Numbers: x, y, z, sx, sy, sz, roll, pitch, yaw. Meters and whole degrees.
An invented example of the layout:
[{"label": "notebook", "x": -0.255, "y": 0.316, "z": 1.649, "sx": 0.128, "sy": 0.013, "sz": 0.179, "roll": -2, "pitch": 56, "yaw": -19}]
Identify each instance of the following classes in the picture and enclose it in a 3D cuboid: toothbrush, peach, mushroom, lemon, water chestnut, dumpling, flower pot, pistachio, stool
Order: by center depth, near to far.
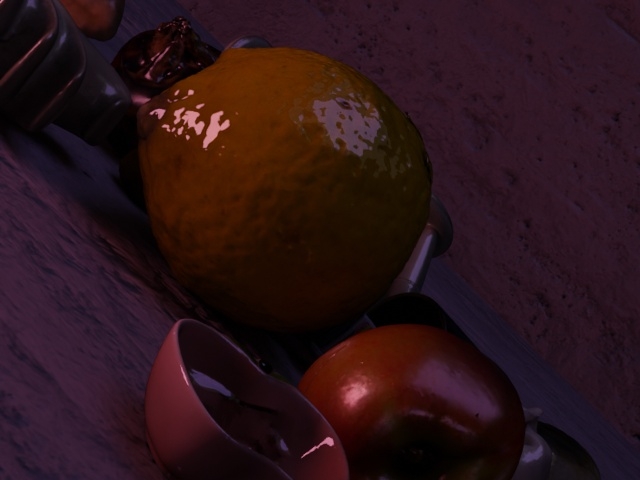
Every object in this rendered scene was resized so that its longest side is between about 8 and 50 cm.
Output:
[{"label": "peach", "x": 0.100, "y": 0.209, "z": 1.347, "sx": 0.274, "sy": 0.245, "sz": 0.249, "roll": -141, "pitch": -150, "yaw": -76}, {"label": "flower pot", "x": -0.404, "y": -0.269, "z": 1.453, "sx": 0.367, "sy": 0.164, "sz": 0.254, "roll": 43, "pitch": 4, "yaw": 7}, {"label": "lemon", "x": -0.050, "y": -0.065, "z": 1.461, "sx": 0.387, "sy": 0.350, "sz": 0.350, "roll": 26, "pitch": 17, "yaw": -30}, {"label": "dumpling", "x": 0.237, "y": 0.290, "z": 1.571, "sx": 0.132, "sy": 0.162, "sz": 0.250, "roll": 11, "pitch": -6, "yaw": 37}, {"label": "toothbrush", "x": -0.052, "y": 0.118, "z": 1.584, "sx": 0.354, "sy": 0.024, "sz": 0.029, "roll": 43, "pitch": 3, "yaw": 2}, {"label": "mushroom", "x": -0.233, "y": -0.095, "z": 1.649, "sx": 0.088, "sy": 0.073, "sz": 0.129, "roll": 9, "pitch": 17, "yaw": -13}, {"label": "water chestnut", "x": -0.223, "y": -0.219, "z": 1.766, "sx": 0.224, "sy": 0.223, "sz": 0.238, "roll": 50, "pitch": -31, "yaw": 37}, {"label": "mushroom", "x": 0.321, "y": 0.333, "z": 1.830, "sx": 0.247, "sy": 0.130, "sz": 0.344, "roll": 54, "pitch": 14, "yaw": 32}, {"label": "stool", "x": 0.081, "y": 0.012, "z": 1.883, "sx": 0.195, "sy": 0.199, "sz": 0.195, "roll": 42, "pitch": -30, "yaw": -6}, {"label": "pistachio", "x": -0.451, "y": -0.472, "z": 2.159, "sx": 0.293, "sy": 0.162, "sz": 0.181, "roll": 47, "pitch": -16, "yaw": 25}]

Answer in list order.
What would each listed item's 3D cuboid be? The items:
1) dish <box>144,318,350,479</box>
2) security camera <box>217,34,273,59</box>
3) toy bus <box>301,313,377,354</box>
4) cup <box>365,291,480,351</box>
[{"label": "dish", "x": -0.076, "y": 0.175, "z": 1.050, "sx": 0.213, "sy": 0.090, "sz": 0.213, "roll": 41, "pitch": 12, "yaw": -11}, {"label": "security camera", "x": -0.109, "y": -0.141, "z": 1.712, "sx": 0.080, "sy": 0.302, "sz": 0.157, "roll": 15, "pitch": 0, "yaw": 32}, {"label": "toy bus", "x": 0.003, "y": 0.093, "z": 1.655, "sx": 0.106, "sy": 0.092, "sz": 0.268, "roll": 53, "pitch": -3, "yaw": -31}, {"label": "cup", "x": 0.139, "y": 0.219, "z": 1.689, "sx": 0.166, "sy": 0.239, "sz": 0.177, "roll": -4, "pitch": -33, "yaw": 39}]
